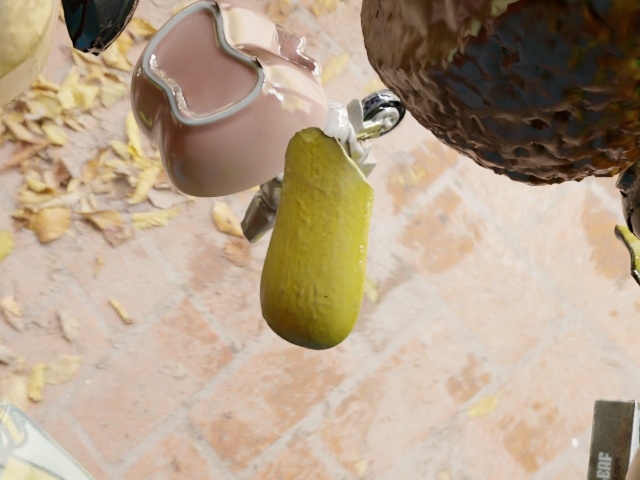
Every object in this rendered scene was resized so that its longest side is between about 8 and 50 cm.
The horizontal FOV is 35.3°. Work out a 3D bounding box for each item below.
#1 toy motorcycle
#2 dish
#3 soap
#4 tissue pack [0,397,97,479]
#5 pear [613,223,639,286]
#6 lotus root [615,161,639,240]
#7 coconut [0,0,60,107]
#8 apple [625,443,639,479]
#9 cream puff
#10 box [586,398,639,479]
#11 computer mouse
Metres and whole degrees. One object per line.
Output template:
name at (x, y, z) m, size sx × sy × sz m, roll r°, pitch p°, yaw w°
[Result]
toy motorcycle at (-0.016, -0.115, 1.592) m, size 0.340 × 0.223 × 0.107 m, roll -53°, pitch 55°, yaw 37°
dish at (-0.102, -0.156, 0.993) m, size 0.213 × 0.090 × 0.213 m, roll -6°, pitch 70°, yaw 15°
soap at (0.000, 0.000, 0.772) m, size 0.089 × 0.033 × 0.168 m, roll 15°, pitch 96°, yaw 23°
tissue pack at (-0.312, 0.343, 0.997) m, size 0.128 × 0.311 × 0.228 m, roll -34°, pitch 112°, yaw 16°
pear at (0.640, 0.039, 1.719) m, size 0.178 × 0.267 × 0.267 m, roll -37°, pitch 77°, yaw 17°
lotus root at (0.411, -0.022, 0.944) m, size 0.275 × 0.160 × 0.152 m, roll 30°, pitch 77°, yaw 0°
coconut at (-0.292, -0.197, 0.678) m, size 0.259 × 0.259 × 0.259 m, roll -1°, pitch 84°, yaw 13°
apple at (0.366, 0.175, 0.613) m, size 0.357 × 0.357 × 0.357 m, roll -1°, pitch 84°, yaw 13°
cream puff at (0.151, -0.166, 0.503) m, size 0.212 × 0.303 × 0.303 m, roll 14°, pitch 87°, yaw -18°
box at (0.341, 0.280, 1.013) m, size 0.047 × 0.325 × 0.180 m, roll 0°, pitch 71°, yaw 35°
computer mouse at (-0.130, -0.180, 0.609) m, size 0.047 × 0.079 × 0.135 m, roll -6°, pitch 106°, yaw -27°
